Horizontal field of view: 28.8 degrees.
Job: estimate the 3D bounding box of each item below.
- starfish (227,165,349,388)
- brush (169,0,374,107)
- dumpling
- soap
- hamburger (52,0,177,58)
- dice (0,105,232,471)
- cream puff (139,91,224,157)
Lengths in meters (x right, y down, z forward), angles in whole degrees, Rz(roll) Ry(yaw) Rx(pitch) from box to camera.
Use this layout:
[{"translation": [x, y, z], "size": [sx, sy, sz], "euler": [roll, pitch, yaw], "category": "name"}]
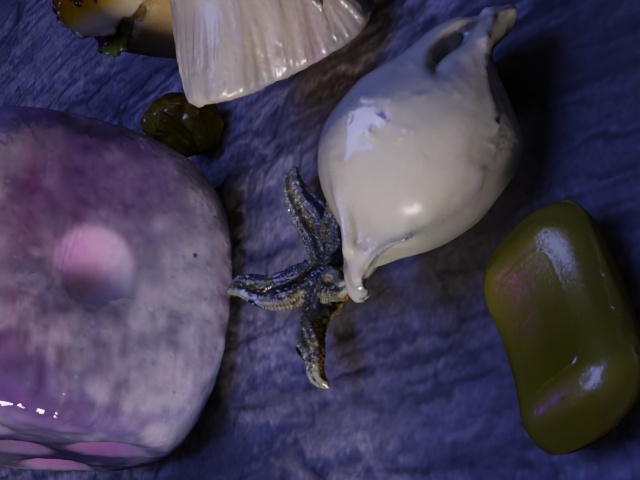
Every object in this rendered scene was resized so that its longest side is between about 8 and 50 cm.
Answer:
[{"translation": [0.000, 0.000, 0.911], "size": [0.176, 0.053, 0.208], "euler": [-68, 28, 18], "category": "starfish"}, {"translation": [-0.021, -0.235, 0.958], "size": [0.266, 0.166, 0.174], "euler": [-30, 21, -1], "category": "brush"}, {"translation": [0.066, -0.055, 0.784], "size": [0.181, 0.111, 0.155], "euler": [-35, -4, 0], "category": "dumpling"}, {"translation": [0.131, 0.046, 0.669], "size": [0.089, 0.045, 0.140], "euler": [-52, 38, 41], "category": "soap"}, {"translation": [-0.166, -0.315, 1.221], "size": [0.300, 0.176, 0.300], "euler": [-35, 47, 49], "category": "hamburger"}, {"translation": [-0.251, 0.053, 1.107], "size": [0.271, 0.270, 0.270], "euler": [-27, 54, 54], "category": "dice"}, {"translation": [-0.132, -0.109, 1.182], "size": [0.083, 0.083, 0.058], "euler": [4, 109, 22], "category": "cream puff"}]
